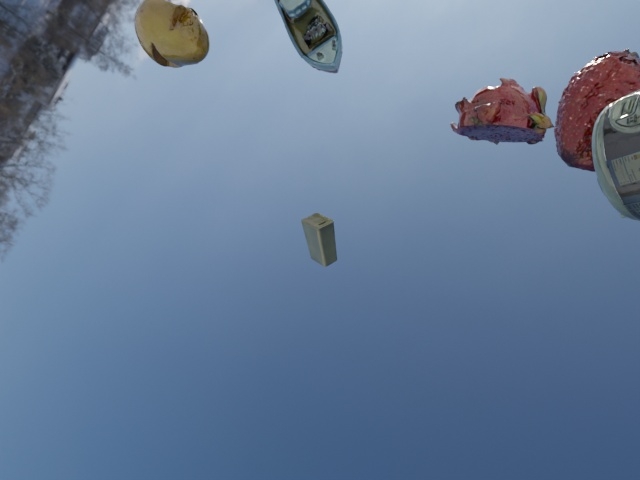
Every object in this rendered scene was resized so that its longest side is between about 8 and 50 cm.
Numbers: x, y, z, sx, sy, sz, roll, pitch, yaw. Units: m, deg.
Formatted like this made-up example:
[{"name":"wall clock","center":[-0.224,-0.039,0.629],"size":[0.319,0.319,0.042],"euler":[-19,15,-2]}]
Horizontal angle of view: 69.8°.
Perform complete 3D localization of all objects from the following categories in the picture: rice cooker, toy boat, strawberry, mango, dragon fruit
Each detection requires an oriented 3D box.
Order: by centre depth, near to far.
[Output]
[{"name":"dragon fruit","center":[0.221,-0.159,0.562],"size":[0.112,0.126,0.068],"euler":[10,-86,10]},{"name":"rice cooker","center":[0.722,-0.185,0.904],"size":[0.277,0.288,0.289],"euler":[-14,-122,56]},{"name":"strawberry","center":[0.724,-0.318,1.179],"size":[0.288,0.238,0.250],"euler":[-45,-136,2]},{"name":"mango","center":[-0.380,-0.530,1.180],"size":[0.262,0.130,0.167],"euler":[25,-53,38]},{"name":"toy boat","center":[-0.030,-0.637,1.361],"size":[0.145,0.133,0.332],"euler":[-30,-102,13]}]

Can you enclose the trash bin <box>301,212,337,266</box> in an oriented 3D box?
[{"name":"trash bin","center":[0.000,0.000,0.917],"size":[0.043,0.092,0.061],"euler":[-26,-147,-28]}]
